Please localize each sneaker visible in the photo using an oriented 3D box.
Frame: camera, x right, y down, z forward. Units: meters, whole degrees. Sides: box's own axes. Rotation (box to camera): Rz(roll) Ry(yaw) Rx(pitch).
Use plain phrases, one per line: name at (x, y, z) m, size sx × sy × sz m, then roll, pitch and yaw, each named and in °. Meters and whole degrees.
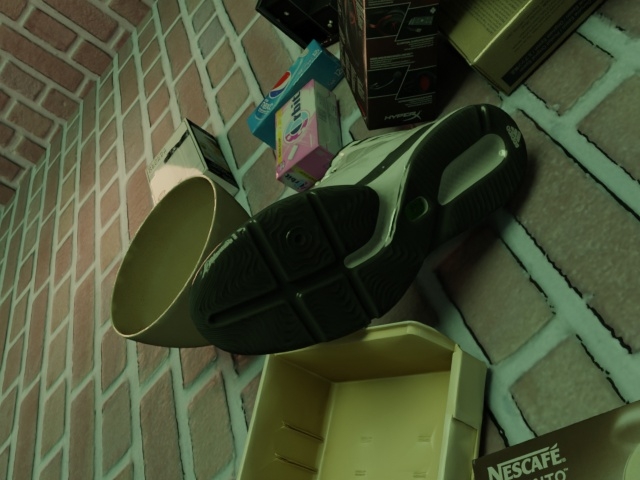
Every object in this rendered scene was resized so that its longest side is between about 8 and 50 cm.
sneaker at (0.025, -0.013, 0.903) m, size 0.448 × 0.169 × 0.257 m, roll -31°, pitch 11°, yaw -17°

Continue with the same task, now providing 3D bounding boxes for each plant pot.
plant pot at (-0.185, 0.062, 1.170) m, size 0.284 × 0.191 × 0.284 m, roll -34°, pitch 39°, yaw 33°

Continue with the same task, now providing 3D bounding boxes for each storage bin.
storage bin at (0.037, 0.245, 0.788) m, size 0.260 × 0.123 × 0.262 m, roll -18°, pitch 49°, yaw 46°

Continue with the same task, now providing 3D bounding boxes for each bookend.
bookend at (-0.016, -0.464, 1.410) m, size 0.157 × 0.156 × 0.072 m, roll -10°, pitch 56°, yaw 48°

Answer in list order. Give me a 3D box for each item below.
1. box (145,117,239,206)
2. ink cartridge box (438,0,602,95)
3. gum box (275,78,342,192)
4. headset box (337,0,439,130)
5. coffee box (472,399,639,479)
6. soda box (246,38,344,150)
box at (-0.290, -0.134, 1.565) m, size 0.169 × 0.087 × 0.290 m, roll -49°, pitch 34°, yaw 13°
ink cartridge box at (0.263, -0.344, 1.005) m, size 0.193 × 0.088 × 0.234 m, roll -46°, pitch 35°, yaw 21°
gum box at (-0.024, -0.192, 1.277) m, size 0.107 × 0.062 × 0.188 m, roll -35°, pitch 42°, yaw 33°
headset box at (0.093, -0.347, 1.051) m, size 0.110 × 0.293 × 0.218 m, roll -10°, pitch 40°, yaw -5°
coffee box at (0.254, 0.212, 0.550) m, size 0.246 × 0.098 × 0.141 m, roll -33°, pitch 41°, yaw 34°
soda box at (-0.048, -0.280, 1.378) m, size 0.210 × 0.071 × 0.067 m, roll -47°, pitch 35°, yaw 17°
